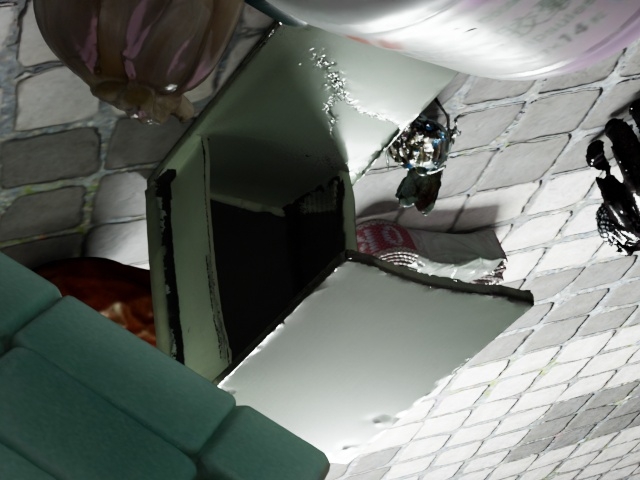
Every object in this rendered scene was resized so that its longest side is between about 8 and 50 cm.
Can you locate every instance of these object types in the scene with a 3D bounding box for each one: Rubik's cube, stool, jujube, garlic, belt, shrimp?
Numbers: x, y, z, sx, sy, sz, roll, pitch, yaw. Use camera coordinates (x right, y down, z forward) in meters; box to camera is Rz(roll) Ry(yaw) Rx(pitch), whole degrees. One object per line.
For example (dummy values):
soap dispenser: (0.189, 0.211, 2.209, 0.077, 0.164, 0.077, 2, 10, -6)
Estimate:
Rubik's cube: (-0.225, 0.240, 1.006, 0.319, 0.322, 0.316, -60, 178, 22)
stool: (0.000, 0.000, 1.174, 0.170, 0.244, 0.270, 13, 140, -29)
jujube: (-0.163, 0.101, 1.327, 0.255, 0.190, 0.190, -2, 155, 3)
garlic: (-0.105, -0.175, 0.948, 0.131, 0.127, 0.194, -17, 136, -59)
belt: (0.117, 0.016, 1.579, 0.232, 0.053, 0.071, 5, 143, -45)
shrimp: (0.081, -0.086, 1.350, 0.082, 0.076, 0.174, 17, 164, 12)

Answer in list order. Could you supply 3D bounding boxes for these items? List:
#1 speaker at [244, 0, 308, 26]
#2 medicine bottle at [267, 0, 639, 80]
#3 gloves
speaker: (-0.012, -0.191, 1.033, 0.094, 0.060, 0.075, -33, 155, 22)
medicine bottle: (0.038, -0.227, 0.762, 0.256, 0.256, 0.325, -38, 151, 31)
gloves: (0.340, -0.069, 1.527, 0.129, 0.106, 0.181, -17, 159, -8)
